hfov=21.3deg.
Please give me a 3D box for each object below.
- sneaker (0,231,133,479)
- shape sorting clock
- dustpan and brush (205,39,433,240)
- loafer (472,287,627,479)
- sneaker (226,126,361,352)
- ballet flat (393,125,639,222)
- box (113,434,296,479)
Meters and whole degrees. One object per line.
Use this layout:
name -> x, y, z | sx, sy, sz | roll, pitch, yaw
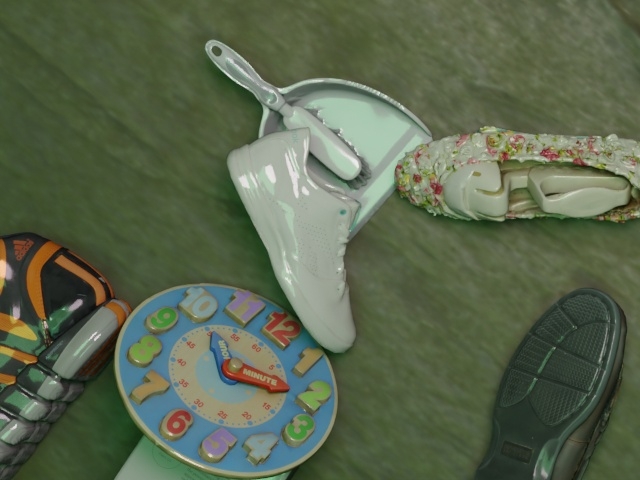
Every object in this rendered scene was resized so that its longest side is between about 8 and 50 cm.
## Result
sneaker -> -0.335, 0.128, 1.577 | 0.180, 0.124, 0.321 | 41, 86, 9
shape sorting clock -> -0.081, 0.120, 1.505 | 0.206, 0.206, 0.040 | 34, 132, 6
dustpan and brush -> -0.020, -0.108, 1.541 | 0.211, 0.060, 0.147 | 42, 97, 5
loafer -> 0.205, 0.171, 1.521 | 0.096, 0.084, 0.268 | 25, 92, 38
sneaker -> 0.000, 0.000, 1.515 | 0.094, 0.080, 0.212 | -24, 108, 5
ballet flat -> 0.182, -0.052, 1.497 | 0.240, 0.077, 0.091 | -3, 124, 9
box -> -0.114, 0.230, 1.551 | 0.130, 0.091, 0.170 | 35, 97, 7
